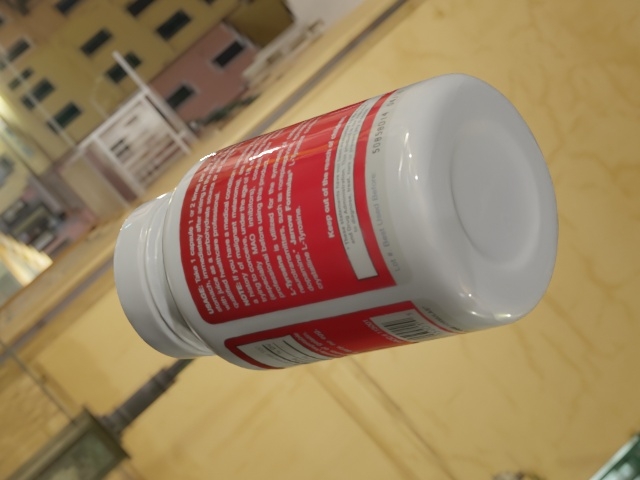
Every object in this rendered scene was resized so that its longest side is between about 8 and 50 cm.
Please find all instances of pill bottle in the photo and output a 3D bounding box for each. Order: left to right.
[{"bbox_3d":[0.000,0.000,1.331,0.407,0.229,0.229,-14,-56,39],"label":"pill bottle"}]
